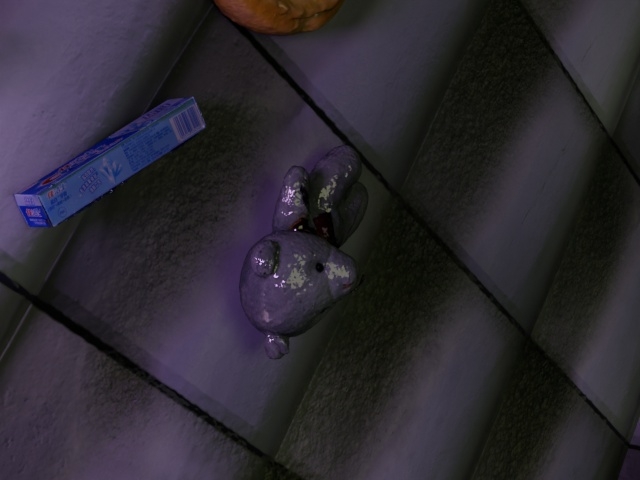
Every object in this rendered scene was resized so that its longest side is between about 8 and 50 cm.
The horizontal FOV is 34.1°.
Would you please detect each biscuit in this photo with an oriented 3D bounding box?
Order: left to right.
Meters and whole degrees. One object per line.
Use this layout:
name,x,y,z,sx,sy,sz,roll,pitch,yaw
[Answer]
biscuit,-0.051,-0.445,1.516,0.296,0.102,0.297,-7,100,-46

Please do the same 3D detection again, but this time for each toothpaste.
toothpaste,-0.267,-0.106,1.353,0.272,0.066,0.053,-40,120,-35

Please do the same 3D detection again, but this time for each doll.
doll,0.005,0.003,1.566,0.340,0.158,0.246,-49,136,-34
